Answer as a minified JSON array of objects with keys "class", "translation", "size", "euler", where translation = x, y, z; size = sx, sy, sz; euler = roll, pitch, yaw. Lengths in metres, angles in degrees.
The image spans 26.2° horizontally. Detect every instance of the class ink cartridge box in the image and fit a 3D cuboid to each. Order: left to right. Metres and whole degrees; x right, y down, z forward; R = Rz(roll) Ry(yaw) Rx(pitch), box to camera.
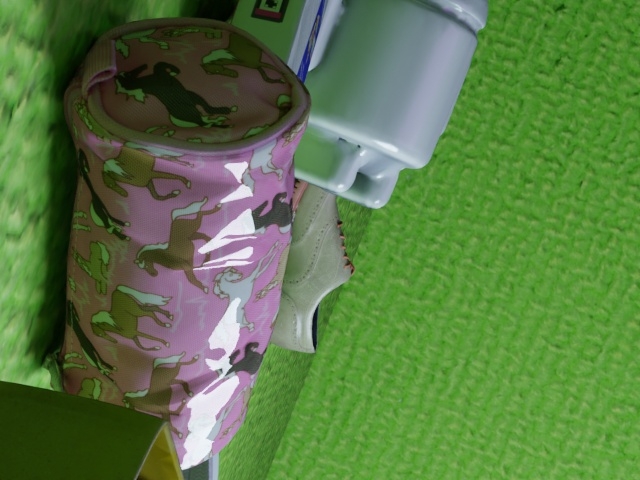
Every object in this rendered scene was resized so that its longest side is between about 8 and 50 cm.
[{"class":"ink cartridge box","translation":[-0.041,-0.169,1.221],"size":[0.175,0.069,0.371],"euler":[100,1,-53]}]

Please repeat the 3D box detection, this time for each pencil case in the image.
[{"class":"pencil case","translation":[-0.116,0.013,1.048],"size":[0.167,0.160,0.386],"euler":[-28,148,-35]}]

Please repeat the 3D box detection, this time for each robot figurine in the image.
[{"class":"robot figurine","translation":[0.074,-0.222,1.640],"size":[0.300,0.200,0.353],"euler":[22,91,-51]}]

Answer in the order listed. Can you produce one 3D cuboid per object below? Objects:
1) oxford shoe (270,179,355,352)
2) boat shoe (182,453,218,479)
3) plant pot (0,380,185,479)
[{"class":"oxford shoe","translation":[0.000,0.000,2.034],"size":[0.123,0.130,0.348],"euler":[-44,155,-74]},{"class":"boat shoe","translation":[-0.135,0.174,1.281],"size":[0.094,0.109,0.302],"euler":[-45,149,-84]},{"class":"plant pot","translation":[-0.209,0.185,0.789],"size":[0.212,0.187,0.212],"euler":[95,19,-68]}]
